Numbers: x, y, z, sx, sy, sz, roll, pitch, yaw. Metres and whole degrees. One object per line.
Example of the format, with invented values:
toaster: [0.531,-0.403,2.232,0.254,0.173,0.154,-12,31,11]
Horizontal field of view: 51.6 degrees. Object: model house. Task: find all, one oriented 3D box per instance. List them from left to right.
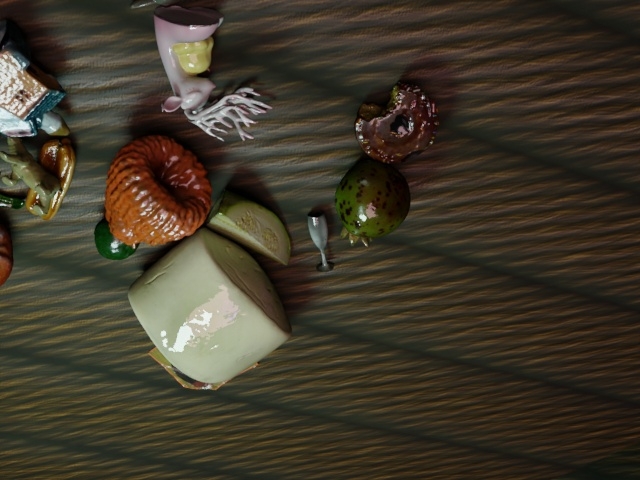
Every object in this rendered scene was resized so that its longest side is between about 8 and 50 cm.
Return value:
model house: [-0.756,-0.361,1.659,0.253,0.184,0.291,-38,133,11]

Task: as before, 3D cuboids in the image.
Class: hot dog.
hot dog: [-0.739,-0.169,1.826,0.100,0.068,0.250,27,115,-6]

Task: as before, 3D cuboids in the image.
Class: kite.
kite: [-0.394,0.386,2.254,0.377,0.013,0.328,5,119,-8]

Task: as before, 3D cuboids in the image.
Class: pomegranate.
pomegranate: [0.138,-0.081,1.879,0.230,0.231,0.286,9,120,-12]

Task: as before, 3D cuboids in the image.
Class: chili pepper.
chili pepper: [-0.916,-0.131,1.843,0.182,0.050,0.073,32,108,-26]

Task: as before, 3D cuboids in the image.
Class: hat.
hat: [-0.490,-0.107,1.837,0.285,0.285,0.400,37,143,-25]

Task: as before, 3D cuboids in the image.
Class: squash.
squash: [-0.177,-0.043,1.928,0.288,0.111,0.203,26,161,-15]

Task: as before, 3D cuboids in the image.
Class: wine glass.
wine glass: [0.000,0.000,2.020,0.066,0.066,0.198,-10,121,1]

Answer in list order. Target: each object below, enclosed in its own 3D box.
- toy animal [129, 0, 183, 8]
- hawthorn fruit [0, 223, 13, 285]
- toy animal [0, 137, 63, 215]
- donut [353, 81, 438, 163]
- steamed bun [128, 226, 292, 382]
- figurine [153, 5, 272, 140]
toy animal: [-0.342,-0.617,1.574,0.236,0.138,0.108,-16,167,31]
hawthorn fruit: [-1.005,0.047,1.858,0.271,0.242,0.242,-10,130,40]
toy animal: [-0.765,-0.182,1.738,0.219,0.101,0.103,46,134,-15]
donut: [0.209,-0.324,1.810,0.216,0.096,0.230,33,114,-26]
steamed bun: [-0.316,0.220,1.988,0.371,0.290,0.456,-35,119,13]
figurine: [-0.275,-0.403,1.654,0.284,0.206,0.316,5,127,4]
